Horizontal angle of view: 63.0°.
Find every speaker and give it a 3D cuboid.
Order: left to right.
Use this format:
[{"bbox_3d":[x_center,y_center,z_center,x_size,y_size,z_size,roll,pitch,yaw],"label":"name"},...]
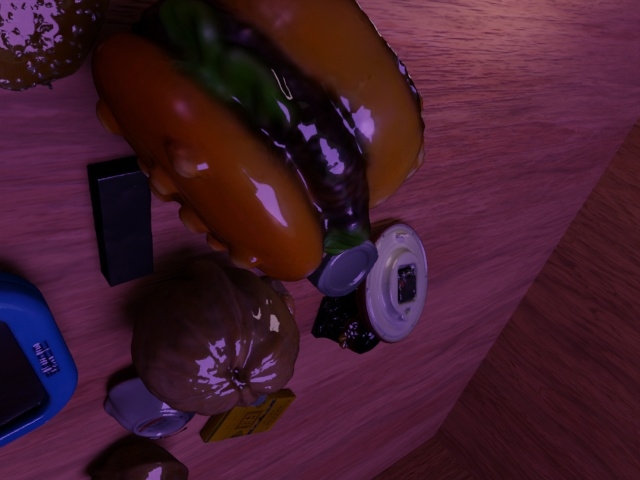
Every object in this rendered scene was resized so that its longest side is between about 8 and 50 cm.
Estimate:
[{"bbox_3d":[-0.312,-0.027,0.832,0.082,0.044,0.218,-21,140,-33],"label":"speaker"}]

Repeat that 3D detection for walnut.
[{"bbox_3d":[-0.197,0.176,0.970,0.296,0.285,0.285,-17,138,-24],"label":"walnut"}]

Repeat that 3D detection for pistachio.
[{"bbox_3d":[-0.418,0.582,1.262,0.213,0.162,0.260,-10,146,6],"label":"pistachio"}]

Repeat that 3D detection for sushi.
[{"bbox_3d":[0.101,0.230,1.456,0.172,0.150,0.153,-16,136,-38],"label":"sushi"}]

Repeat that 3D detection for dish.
[{"bbox_3d":[-0.343,0.365,1.114,0.230,0.081,0.229,-11,142,-9],"label":"dish"}]

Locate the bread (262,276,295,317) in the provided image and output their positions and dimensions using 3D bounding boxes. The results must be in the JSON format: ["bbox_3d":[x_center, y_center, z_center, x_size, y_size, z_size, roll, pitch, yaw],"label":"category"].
[{"bbox_3d":[-0.138,0.201,1.208,0.140,0.106,0.236,-12,133,-37],"label":"bread"}]

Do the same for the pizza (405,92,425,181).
[{"bbox_3d":[0.167,-0.213,1.161,0.181,0.034,0.262,-33,145,-19],"label":"pizza"}]

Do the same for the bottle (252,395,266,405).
[{"bbox_3d":[-0.222,0.345,1.290,0.082,0.082,0.286,-43,146,-4],"label":"bottle"}]

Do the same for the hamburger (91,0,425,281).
[{"bbox_3d":[-0.087,-0.129,0.673,0.277,0.396,0.395,-44,147,-11],"label":"hamburger"}]

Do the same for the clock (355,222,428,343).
[{"bbox_3d":[0.204,0.112,1.377,0.319,0.080,0.318,-2,92,-52],"label":"clock"}]

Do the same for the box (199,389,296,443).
[{"bbox_3d":[-0.204,0.506,1.522,0.153,0.041,0.279,-53,146,14],"label":"box"}]

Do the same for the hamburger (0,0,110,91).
[{"bbox_3d":[-0.303,-0.265,0.520,0.189,0.122,0.215,19,108,-50],"label":"hamburger"}]

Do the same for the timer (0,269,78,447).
[{"bbox_3d":[-0.540,0.200,0.761,0.309,0.115,0.340,-25,141,-27],"label":"timer"}]

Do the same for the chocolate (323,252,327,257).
[{"bbox_3d":[-0.029,-0.057,0.924,0.309,0.134,0.134,-70,169,-44],"label":"chocolate"}]

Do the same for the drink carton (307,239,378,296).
[{"bbox_3d":[0.000,0.000,1.078,0.191,0.189,0.185,-52,141,8],"label":"drink carton"}]
